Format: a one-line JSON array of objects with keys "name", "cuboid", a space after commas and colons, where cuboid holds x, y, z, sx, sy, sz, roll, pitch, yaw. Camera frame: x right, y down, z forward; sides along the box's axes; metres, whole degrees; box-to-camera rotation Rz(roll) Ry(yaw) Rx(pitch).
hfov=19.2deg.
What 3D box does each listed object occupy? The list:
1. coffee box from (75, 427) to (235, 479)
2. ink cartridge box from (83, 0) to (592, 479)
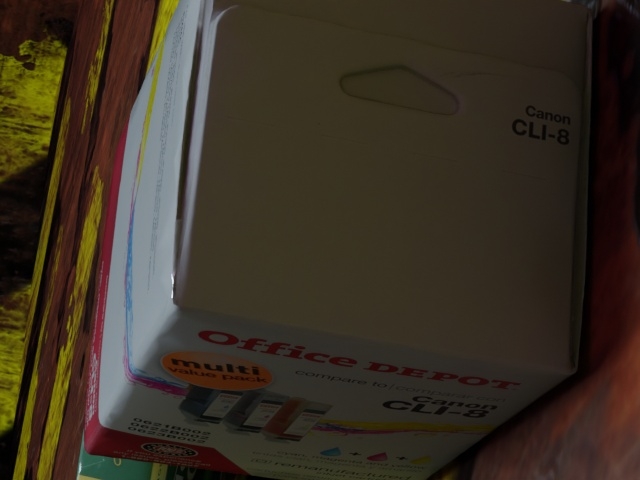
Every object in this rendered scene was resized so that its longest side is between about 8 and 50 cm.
[{"name": "coffee box", "cuboid": [-0.074, 0.083, 0.965, 0.184, 0.040, 0.113, -5, -75, -78]}, {"name": "ink cartridge box", "cuboid": [0.000, 0.000, 0.637, 0.176, 0.128, 0.127, 126, 151, -65]}]
